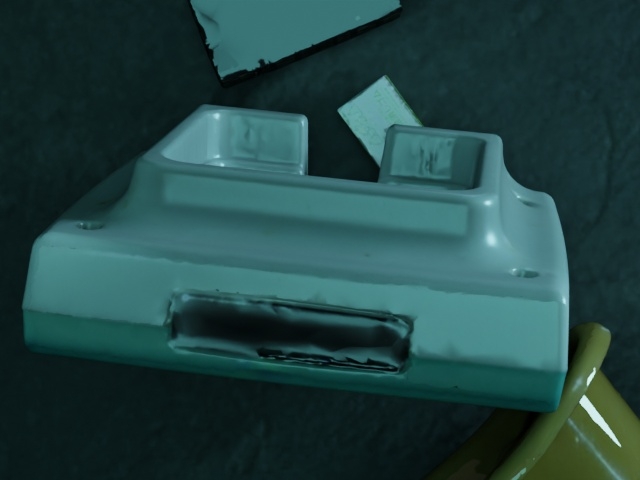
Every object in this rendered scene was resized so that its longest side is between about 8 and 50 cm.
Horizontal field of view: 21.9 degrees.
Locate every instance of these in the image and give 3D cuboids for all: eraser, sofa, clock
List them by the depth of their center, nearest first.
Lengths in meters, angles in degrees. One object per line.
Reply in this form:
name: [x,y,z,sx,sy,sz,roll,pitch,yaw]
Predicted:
clock: [0.000,0.000,0.870,0.262,0.231,0.116,5,99,6]
sofa: [-0.015,-0.139,0.977,0.118,0.039,0.060,-22,92,0]
eraser: [0.049,-0.055,0.986,0.038,0.019,0.083,-36,91,0]

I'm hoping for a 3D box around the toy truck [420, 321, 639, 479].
toy truck: [0.128,0.211,0.898,0.211,0.204,0.288,39,89,2]
